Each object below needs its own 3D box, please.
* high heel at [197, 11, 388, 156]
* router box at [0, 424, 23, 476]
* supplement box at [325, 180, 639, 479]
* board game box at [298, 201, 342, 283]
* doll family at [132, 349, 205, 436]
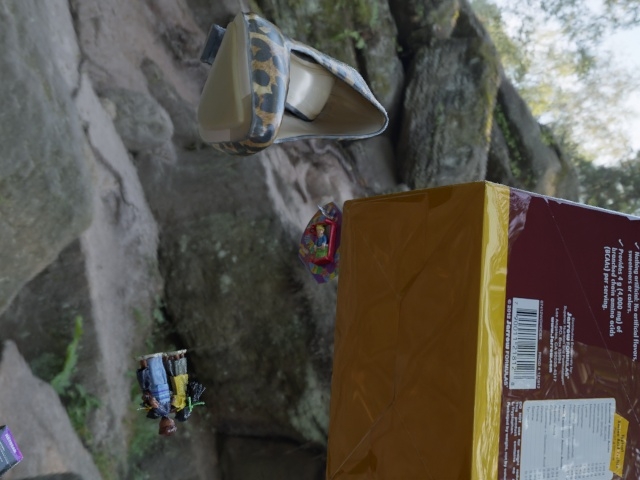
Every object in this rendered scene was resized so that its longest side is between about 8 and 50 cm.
[{"bbox_3d":[0.001,-0.103,0.536,0.093,0.186,0.261,-63,-159,20],"label":"high heel"},{"bbox_3d":[-0.414,0.249,0.678,0.046,0.179,0.133,70,23,-11],"label":"router box"},{"bbox_3d":[0.123,0.073,0.452,0.129,0.194,0.191,-4,-100,55],"label":"supplement box"},{"bbox_3d":[0.000,0.000,1.303,0.033,0.133,0.169,23,19,-36],"label":"board game box"},{"bbox_3d":[-0.220,0.216,0.970,0.193,0.076,0.111,23,58,-75],"label":"doll family"}]
